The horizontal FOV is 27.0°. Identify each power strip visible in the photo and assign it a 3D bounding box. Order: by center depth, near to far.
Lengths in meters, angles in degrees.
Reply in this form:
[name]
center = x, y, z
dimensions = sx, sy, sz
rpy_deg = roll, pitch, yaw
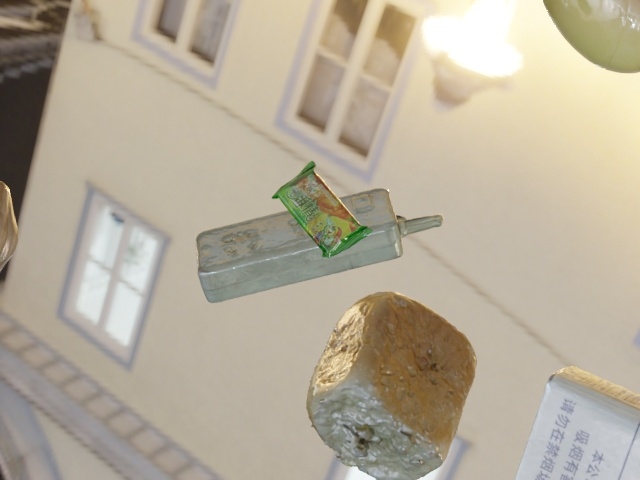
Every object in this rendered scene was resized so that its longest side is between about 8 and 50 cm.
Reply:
[power strip]
center = 0.000, 0.000, 1.543
dimensions = 0.288, 0.053, 0.093
rpy_deg = -15, -148, 1

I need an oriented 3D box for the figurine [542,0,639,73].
[figurine]
center = 0.296, -0.287, 1.142
dimensions = 0.222, 0.124, 0.324
rpy_deg = 22, -111, 7

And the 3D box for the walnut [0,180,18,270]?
[walnut]
center = -0.332, -0.014, 0.961
dimensions = 0.230, 0.178, 0.178
rpy_deg = -24, -152, 14

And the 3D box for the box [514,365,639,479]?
[box]
center = 0.310, 0.241, 1.224
dimensions = 0.259, 0.168, 0.071
rpy_deg = 23, -165, 28

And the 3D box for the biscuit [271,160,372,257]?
[biscuit]
center = -0.001, -0.024, 1.078
dimensions = 0.046, 0.016, 0.089
rpy_deg = -36, -118, -6

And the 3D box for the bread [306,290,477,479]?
[bread]
center = 0.082, 0.208, 1.796
dimensions = 0.195, 0.176, 0.246
rpy_deg = 39, -138, -11
